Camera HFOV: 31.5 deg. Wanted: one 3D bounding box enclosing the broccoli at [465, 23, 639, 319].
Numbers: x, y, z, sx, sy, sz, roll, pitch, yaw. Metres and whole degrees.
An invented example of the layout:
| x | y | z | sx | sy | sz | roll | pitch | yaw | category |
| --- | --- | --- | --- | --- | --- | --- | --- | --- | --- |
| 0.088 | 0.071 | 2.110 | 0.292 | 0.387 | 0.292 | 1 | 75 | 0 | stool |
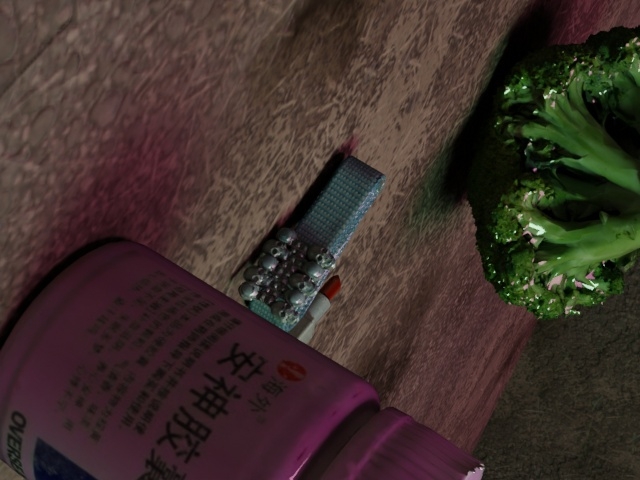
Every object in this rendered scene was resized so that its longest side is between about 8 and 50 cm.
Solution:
| x | y | z | sx | sy | sz | roll | pitch | yaw | category |
| --- | --- | --- | --- | --- | --- | --- | --- | --- | --- |
| 0.340 | -0.091 | 1.438 | 0.413 | 0.321 | 0.310 | -21 | 169 | -30 | broccoli |

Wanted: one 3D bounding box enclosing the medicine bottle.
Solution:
| x | y | z | sx | sy | sz | roll | pitch | yaw | category |
| --- | --- | --- | --- | --- | --- | --- | --- | --- | --- |
| -0.058 | 0.141 | 0.741 | 0.178 | 0.290 | 0.178 | -49 | 159 | -27 | medicine bottle |

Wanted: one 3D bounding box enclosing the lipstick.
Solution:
| x | y | z | sx | sy | sz | roll | pitch | yaw | category |
| --- | --- | --- | --- | --- | --- | --- | --- | --- | --- |
| -0.015 | 0.079 | 1.169 | 0.129 | 0.030 | 0.030 | -49 | 158 | -31 | lipstick |

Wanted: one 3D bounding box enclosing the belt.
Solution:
| x | y | z | sx | sy | sz | roll | pitch | yaw | category |
| --- | --- | --- | --- | --- | --- | --- | --- | --- | --- |
| -0.004 | -0.003 | 1.039 | 0.179 | 0.065 | 0.100 | -58 | 170 | -12 | belt |
